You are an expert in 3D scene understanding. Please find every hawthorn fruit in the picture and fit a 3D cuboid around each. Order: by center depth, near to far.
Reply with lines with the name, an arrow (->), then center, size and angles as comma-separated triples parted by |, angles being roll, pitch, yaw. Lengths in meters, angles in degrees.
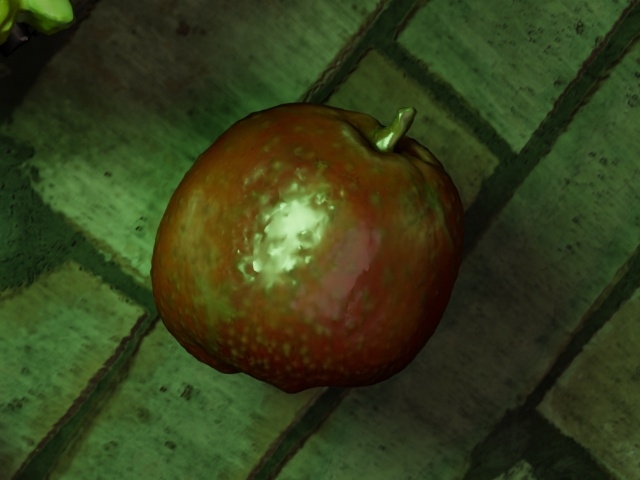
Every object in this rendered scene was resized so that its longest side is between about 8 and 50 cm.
hawthorn fruit -> 0.000, 0.000, 1.447 | 0.275, 0.275, 0.300 | 20, 111, -35

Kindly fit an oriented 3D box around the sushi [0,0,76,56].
sushi -> -0.302, -0.256, 1.129 | 0.328, 0.285, 0.329 | 29, 99, -37
